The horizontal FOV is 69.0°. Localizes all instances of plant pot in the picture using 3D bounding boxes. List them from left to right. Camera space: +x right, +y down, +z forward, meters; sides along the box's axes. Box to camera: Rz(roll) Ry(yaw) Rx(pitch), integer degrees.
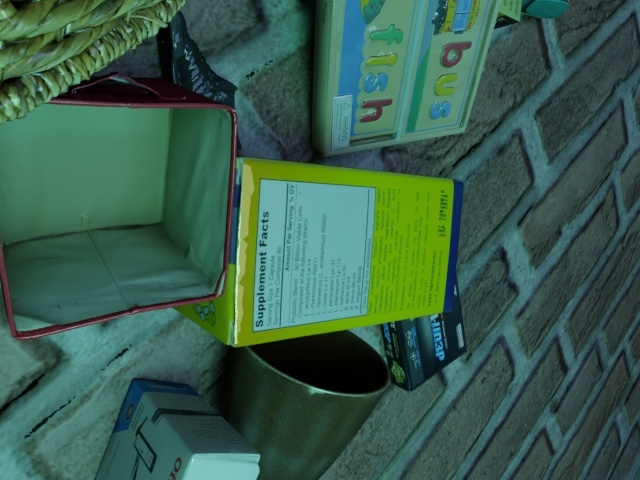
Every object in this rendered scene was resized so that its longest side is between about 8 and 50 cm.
[{"bbox_3d":[-0.046,0.245,0.646,0.216,0.215,0.230,12,104,-37],"label":"plant pot"}]

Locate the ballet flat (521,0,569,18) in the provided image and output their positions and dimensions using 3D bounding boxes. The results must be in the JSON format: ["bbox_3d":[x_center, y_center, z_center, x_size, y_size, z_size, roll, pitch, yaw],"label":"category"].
[{"bbox_3d":[0.410,-0.503,0.943,0.249,0.086,0.086,-10,103,-37],"label":"ballet flat"}]

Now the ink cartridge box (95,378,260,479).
[{"bbox_3d":[-0.174,0.268,0.536,0.086,0.203,0.148,24,82,-37],"label":"ink cartridge box"}]

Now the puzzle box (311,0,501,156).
[{"bbox_3d":[0.127,-0.321,0.627,0.273,0.052,0.408,-15,132,-21],"label":"puzzle box"}]

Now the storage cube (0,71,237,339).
[{"bbox_3d":[-0.207,-0.055,0.442,0.184,0.193,0.214,-9,118,-35],"label":"storage cube"}]

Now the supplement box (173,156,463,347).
[{"bbox_3d":[0.000,0.000,0.631,0.357,0.195,0.193,0,97,-37],"label":"supplement box"}]

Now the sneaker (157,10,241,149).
[{"bbox_3d":[-0.147,-0.196,0.584,0.089,0.051,0.170,-13,109,-35],"label":"sneaker"}]

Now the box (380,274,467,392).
[{"bbox_3d":[0.195,0.149,0.888,0.175,0.051,0.220,-22,109,-32],"label":"box"}]

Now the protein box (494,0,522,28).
[{"bbox_3d":[0.218,-0.466,0.758,0.201,0.136,0.199,0,97,-36],"label":"protein box"}]

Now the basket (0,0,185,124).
[{"bbox_3d":[-0.237,-0.245,0.328,0.222,0.299,0.213,-65,169,25],"label":"basket"}]
